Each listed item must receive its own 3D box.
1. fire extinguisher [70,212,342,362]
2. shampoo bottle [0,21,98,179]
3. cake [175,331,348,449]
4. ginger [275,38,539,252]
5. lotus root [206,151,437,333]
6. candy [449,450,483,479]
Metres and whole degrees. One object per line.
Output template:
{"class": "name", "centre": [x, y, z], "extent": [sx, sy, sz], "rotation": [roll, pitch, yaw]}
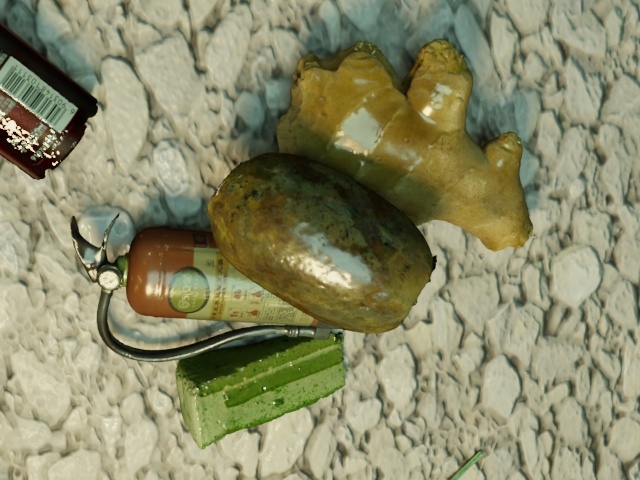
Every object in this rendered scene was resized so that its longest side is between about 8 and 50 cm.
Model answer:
{"class": "fire extinguisher", "centre": [-0.134, 0.076, 1.384], "extent": [0.376, 0.113, 0.200], "rotation": [6, 98, -13]}
{"class": "shampoo bottle", "centre": [-0.411, -0.207, 1.230], "extent": [0.323, 0.084, 0.129], "rotation": [38, 93, -31]}
{"class": "cake", "centre": [-0.070, 0.195, 1.449], "extent": [0.235, 0.099, 0.100], "rotation": [-11, 111, -8]}
{"class": "ginger", "centre": [0.131, -0.128, 1.385], "extent": [0.375, 0.166, 0.236], "rotation": [12, 94, -31]}
{"class": "lotus root", "centre": [0.000, 0.000, 1.283], "extent": [0.275, 0.152, 0.160], "rotation": [27, 63, -1]}
{"class": "candy", "centre": [0.166, 0.376, 1.583], "extent": [0.194, 0.062, 0.058], "rotation": [-43, 66, -4]}
